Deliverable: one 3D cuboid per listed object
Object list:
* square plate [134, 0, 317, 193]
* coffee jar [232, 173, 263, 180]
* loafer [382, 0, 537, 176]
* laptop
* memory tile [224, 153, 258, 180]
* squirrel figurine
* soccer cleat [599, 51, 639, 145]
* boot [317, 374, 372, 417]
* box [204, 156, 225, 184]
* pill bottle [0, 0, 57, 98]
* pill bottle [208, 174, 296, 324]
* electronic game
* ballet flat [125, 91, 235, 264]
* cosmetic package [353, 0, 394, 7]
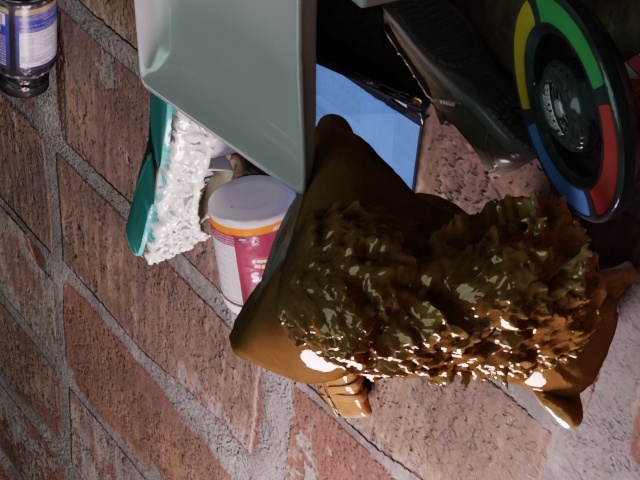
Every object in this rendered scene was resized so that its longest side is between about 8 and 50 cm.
[{"bbox_3d":[-0.095,-0.266,1.223,0.344,0.049,0.347,37,134,46],"label":"square plate"},{"bbox_3d":[-0.097,0.000,1.802,0.096,0.079,0.184,38,137,33],"label":"coffee jar"},{"bbox_3d":[0.143,-0.167,1.322,0.251,0.094,0.087,55,142,19],"label":"loafer"},{"bbox_3d":[-0.076,-0.172,1.528,0.382,0.408,0.236,39,105,37],"label":"laptop"},{"bbox_3d":[-0.135,-0.075,1.875,0.113,0.012,0.148,49,144,27],"label":"memory tile"},{"bbox_3d":[0.137,0.067,1.216,0.397,0.370,0.281,-151,83,-81],"label":"squirrel figurine"},{"bbox_3d":[0.325,-0.116,1.054,0.318,0.116,0.108,1,112,61],"label":"soccer cleat"},{"bbox_3d":[0.039,0.179,1.723,0.152,0.073,0.197,70,160,-2],"label":"boot"},{"bbox_3d":[-0.190,-0.196,1.800,0.058,0.087,0.232,26,124,46],"label":"box"},{"bbox_3d":[-0.534,-0.368,2.185,0.123,0.123,0.219,46,142,31],"label":"pill bottle"},{"bbox_3d":[-0.083,0.031,1.682,0.121,0.121,0.221,32,139,43],"label":"pill bottle"},{"bbox_3d":[0.234,-0.127,1.143,0.229,0.048,0.229,163,90,-81],"label":"electronic game"},{"bbox_3d":[-0.180,-0.120,1.673,0.147,0.147,0.409,53,148,22],"label":"ballet flat"},{"bbox_3d":[0.100,-0.301,1.169,0.117,0.231,0.085,45,140,33],"label":"cosmetic package"}]
